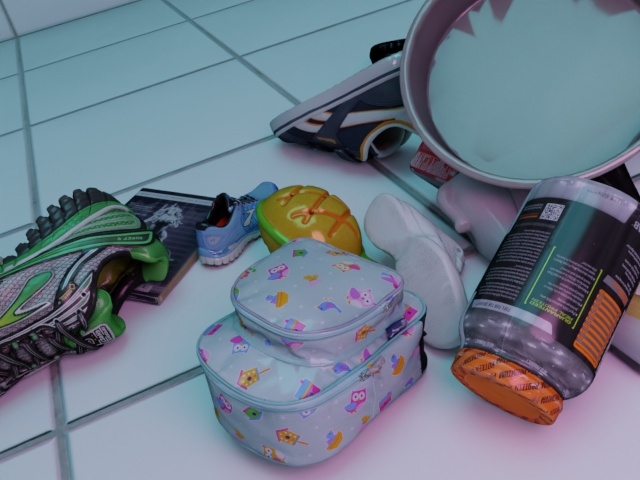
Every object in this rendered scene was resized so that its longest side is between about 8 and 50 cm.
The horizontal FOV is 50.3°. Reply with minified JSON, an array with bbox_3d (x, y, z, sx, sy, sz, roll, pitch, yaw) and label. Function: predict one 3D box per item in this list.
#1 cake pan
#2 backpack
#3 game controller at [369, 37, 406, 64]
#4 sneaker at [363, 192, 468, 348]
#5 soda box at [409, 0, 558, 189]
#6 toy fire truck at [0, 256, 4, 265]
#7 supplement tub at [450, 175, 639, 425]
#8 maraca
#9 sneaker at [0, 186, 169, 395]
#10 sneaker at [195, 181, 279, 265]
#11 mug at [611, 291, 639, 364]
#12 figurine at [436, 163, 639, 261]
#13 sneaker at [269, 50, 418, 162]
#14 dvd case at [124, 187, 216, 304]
[{"bbox_3d":[0.234,-0.187,0.733,0.293,0.054,0.293,-5,74,18],"label":"cake pan"},{"bbox_3d":[-0.012,0.095,0.607,0.166,0.144,0.188,23,50,36],"label":"backpack"},{"bbox_3d":[0.248,-0.355,1.227,0.319,0.067,0.166,-6,32,8],"label":"game controller"},{"bbox_3d":[0.124,0.029,0.728,0.094,0.080,0.212,16,35,-31],"label":"sneaker"},{"bbox_3d":[0.220,-0.176,0.844,0.083,0.092,0.263,34,96,49],"label":"soda box"},{"bbox_3d":[-0.476,0.074,0.832,0.247,0.158,0.217,-16,31,16],"label":"toy fire truck"},{"bbox_3d":[0.194,0.050,0.578,0.117,0.117,0.190,19,68,40],"label":"supplement tub"},{"bbox_3d":[0.000,0.000,0.786,0.127,0.099,0.186,-4,36,-42],"label":"maraca"},{"bbox_3d":[-0.309,0.084,0.740,0.146,0.134,0.343,29,60,20],"label":"sneaker"},{"bbox_3d":[-0.105,-0.037,0.902,0.064,0.073,0.162,8,39,31],"label":"sneaker"},{"bbox_3d":[0.286,0.070,0.604,0.078,0.062,0.064,-47,31,-7],"label":"mug"},{"bbox_3d":[0.257,-0.012,0.725,0.215,0.092,0.209,-16,37,-2],"label":"figurine"},{"bbox_3d":[0.043,-0.174,1.029,0.126,0.127,0.321,-31,11,-34],"label":"sneaker"},{"bbox_3d":[-0.233,0.000,0.931,0.165,0.018,0.221,9,39,20],"label":"dvd case"}]
